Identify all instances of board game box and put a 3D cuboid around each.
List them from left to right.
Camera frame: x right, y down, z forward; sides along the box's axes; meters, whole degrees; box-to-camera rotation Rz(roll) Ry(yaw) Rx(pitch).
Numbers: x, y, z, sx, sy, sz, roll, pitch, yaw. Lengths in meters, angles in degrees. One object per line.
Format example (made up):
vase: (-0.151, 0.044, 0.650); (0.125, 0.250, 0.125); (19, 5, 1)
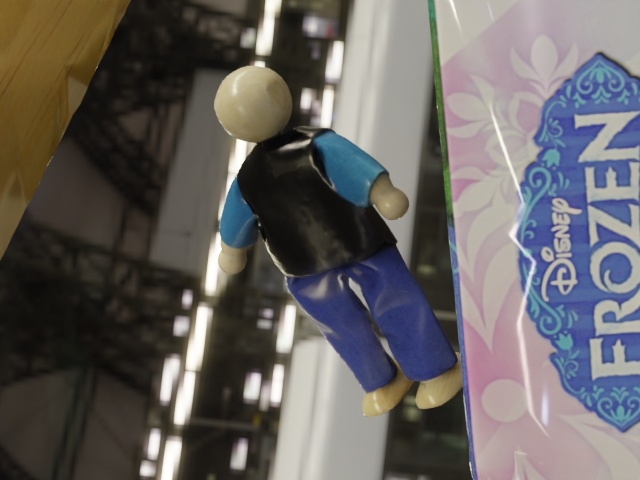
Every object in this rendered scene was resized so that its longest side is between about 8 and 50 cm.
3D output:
board game box: (0.069, -0.144, 0.466); (0.319, 0.065, 0.318); (-62, -32, -71)

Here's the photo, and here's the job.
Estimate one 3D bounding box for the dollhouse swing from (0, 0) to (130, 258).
dollhouse swing: (-0.267, -0.153, 0.552); (0.305, 0.346, 0.315); (88, -162, -50)

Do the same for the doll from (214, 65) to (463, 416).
doll: (0.000, 0.000, 0.879); (0.046, 0.129, 0.189); (-47, -65, -43)
